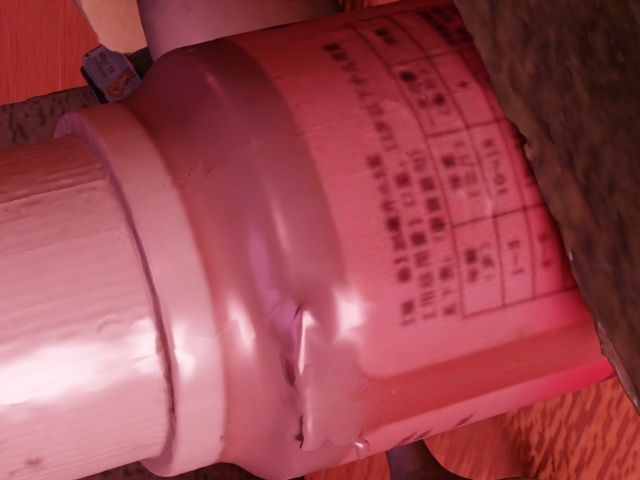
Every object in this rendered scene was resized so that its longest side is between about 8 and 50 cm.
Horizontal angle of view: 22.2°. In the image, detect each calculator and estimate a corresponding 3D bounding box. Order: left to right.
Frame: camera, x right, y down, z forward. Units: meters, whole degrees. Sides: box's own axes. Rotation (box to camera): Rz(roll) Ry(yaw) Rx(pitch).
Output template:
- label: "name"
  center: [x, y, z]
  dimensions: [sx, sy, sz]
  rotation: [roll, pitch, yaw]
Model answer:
- label: "calculator"
  center: [-0.103, -0.080, 1.017]
  dimensions: [0.172, 0.057, 0.018]
  rotation: [56, 175, 45]

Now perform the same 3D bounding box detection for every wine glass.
- label: "wine glass"
  center: [-0.028, 0.025, 0.807]
  dimensions: [0.309, 0.096, 0.264]
  rotation: [68, 153, 19]

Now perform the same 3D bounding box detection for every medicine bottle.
- label: "medicine bottle"
  center: [0.000, 0.000, 0.520]
  dimensions: [0.147, 0.247, 0.147]
  rotation: [166, 90, -70]

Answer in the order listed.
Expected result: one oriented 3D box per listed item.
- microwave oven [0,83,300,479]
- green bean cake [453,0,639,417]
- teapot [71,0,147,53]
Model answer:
- label: "microwave oven"
  center: [-0.277, 0.123, 1.066]
  dimensions: [0.236, 0.432, 0.374]
  rotation: [123, 128, -64]
- label: "green bean cake"
  center: [0.122, -0.040, 0.395]
  dimensions: [0.183, 0.094, 0.185]
  rotation: [144, 110, -68]
- label: "teapot"
  center: [-0.138, -0.186, 1.017]
  dimensions: [0.200, 0.077, 0.107]
  rotation: [52, 169, 47]
